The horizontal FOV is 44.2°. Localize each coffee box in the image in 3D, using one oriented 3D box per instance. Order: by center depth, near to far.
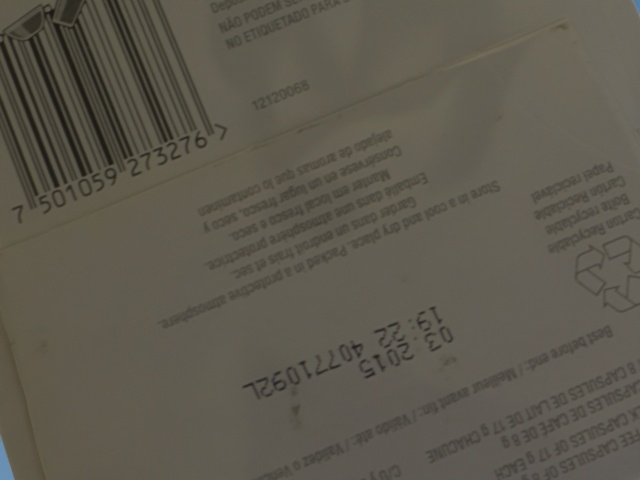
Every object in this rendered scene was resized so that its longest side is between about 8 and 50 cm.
[{"bbox_3d":[0.000,0.000,0.504,0.337,0.334,0.338,-22,-97,-3],"label":"coffee box"}]
